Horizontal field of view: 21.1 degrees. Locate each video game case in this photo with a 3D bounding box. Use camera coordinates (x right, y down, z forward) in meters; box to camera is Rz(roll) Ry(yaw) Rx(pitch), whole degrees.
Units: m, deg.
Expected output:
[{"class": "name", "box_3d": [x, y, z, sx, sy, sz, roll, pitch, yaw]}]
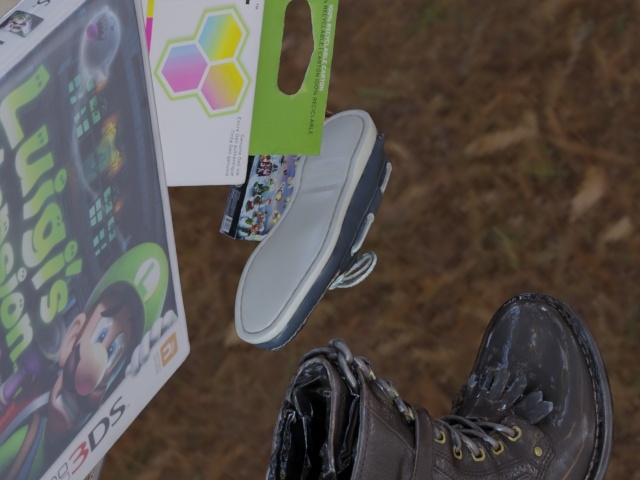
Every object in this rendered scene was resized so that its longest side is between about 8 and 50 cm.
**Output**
[{"class": "video game case", "box_3d": [-0.104, 0.024, 0.565, 0.022, 0.190, 0.173, 18, 47, 23]}]

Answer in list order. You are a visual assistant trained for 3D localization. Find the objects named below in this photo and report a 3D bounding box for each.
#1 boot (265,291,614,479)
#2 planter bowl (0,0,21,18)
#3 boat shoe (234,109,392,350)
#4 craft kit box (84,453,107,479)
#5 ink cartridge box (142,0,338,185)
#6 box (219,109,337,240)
[{"class": "boot", "box_3d": [0.061, 0.108, 0.899, 0.091, 0.229, 0.263, -6, 60, 33]}, {"class": "planter bowl", "box_3d": [-0.211, -0.101, 1.007, 0.109, 0.162, 0.162, 10, 61, -2]}, {"class": "boat shoe", "box_3d": [0.000, 0.000, 1.510, 0.095, 0.079, 0.254, -9, 46, 34]}, {"class": "craft kit box", "box_3d": [-0.229, 0.205, 1.452, 0.061, 0.246, 0.250, 16, 87, 0]}, {"class": "ink cartridge box", "box_3d": [-0.071, -0.141, 1.277, 0.097, 0.255, 0.189, 24, 112, 52]}, {"class": "box", "box_3d": [-0.040, -0.066, 1.681, 0.027, 0.094, 0.137, 26, 106, 45]}]
